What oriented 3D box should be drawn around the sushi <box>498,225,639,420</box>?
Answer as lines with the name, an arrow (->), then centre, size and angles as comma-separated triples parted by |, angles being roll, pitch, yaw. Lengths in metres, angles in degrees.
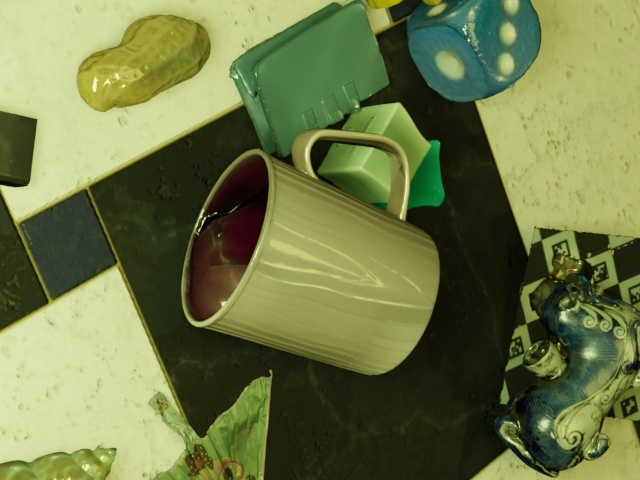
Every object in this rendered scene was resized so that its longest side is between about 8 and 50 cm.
sushi -> 0.412, 0.126, 2.247 | 0.292, 0.059, 0.294 | 7, 96, -24

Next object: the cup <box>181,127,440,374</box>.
cup -> -0.010, 0.008, 1.808 | 0.273, 0.208, 0.288 | 22, 58, -26

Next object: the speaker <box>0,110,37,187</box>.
speaker -> -0.423, -0.115, 1.592 | 0.218, 0.044, 0.082 | 10, 83, -38

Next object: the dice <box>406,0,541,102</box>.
dice -> 0.217, -0.292, 2.055 | 0.146, 0.143, 0.146 | -48, 119, -25

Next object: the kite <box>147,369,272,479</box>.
kite -> -0.144, 0.299, 1.833 | 0.323, 0.013, 0.268 | -42, 115, -32

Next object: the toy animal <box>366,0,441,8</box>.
toy animal -> 0.072, -0.397, 1.949 | 0.229, 0.156, 0.156 | 28, 72, -24

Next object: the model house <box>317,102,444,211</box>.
model house -> 0.094, -0.097, 1.977 | 0.149, 0.100, 0.127 | 44, 64, -27

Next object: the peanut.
peanut -> -0.212, -0.216, 1.740 | 0.194, 0.083, 0.093 | -30, 122, -37

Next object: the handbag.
handbag -> -0.009, -0.218, 1.927 | 0.221, 0.057, 0.144 | -36, 115, -34

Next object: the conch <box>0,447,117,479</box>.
conch -> -0.323, 0.301, 1.633 | 0.173, 0.106, 0.116 | 1, 70, -25

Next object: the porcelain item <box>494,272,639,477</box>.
porcelain item -> 0.369, 0.200, 2.139 | 0.186, 0.138, 0.288 | 40, 82, -14
